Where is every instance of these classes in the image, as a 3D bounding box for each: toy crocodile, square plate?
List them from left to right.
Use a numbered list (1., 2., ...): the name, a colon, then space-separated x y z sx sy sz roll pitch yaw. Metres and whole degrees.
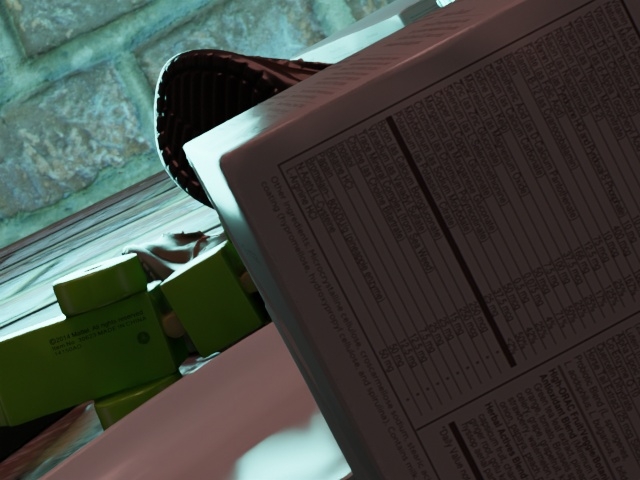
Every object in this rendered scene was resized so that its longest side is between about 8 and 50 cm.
1. toy crocodile: -0.080 0.044 1.307 0.340 0.115 0.105 -24 5 7
2. square plate: 0.026 0.073 0.999 0.347 0.049 0.344 -33 10 -37

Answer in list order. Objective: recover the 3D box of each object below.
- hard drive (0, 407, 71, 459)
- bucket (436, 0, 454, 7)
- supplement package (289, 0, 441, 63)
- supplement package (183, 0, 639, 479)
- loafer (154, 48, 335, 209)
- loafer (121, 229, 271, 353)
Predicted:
1. hard drive: -0.353 0.183 1.490 0.237 0.064 0.339 -20 10 39
2. bucket: 0.243 -0.204 1.582 0.281 0.183 0.281 -26 9 4
3. supplement package: 0.129 -0.209 2.127 0.204 0.145 0.262 -31 9 -27
4. supplement package: 0.115 -0.007 0.672 0.262 0.198 0.199 -28 7 -4
5. loafer: 0.014 -0.078 1.549 0.366 0.134 0.130 17 16 37
6. loafer: -0.082 0.038 1.478 0.087 0.094 0.251 -24 16 -22
